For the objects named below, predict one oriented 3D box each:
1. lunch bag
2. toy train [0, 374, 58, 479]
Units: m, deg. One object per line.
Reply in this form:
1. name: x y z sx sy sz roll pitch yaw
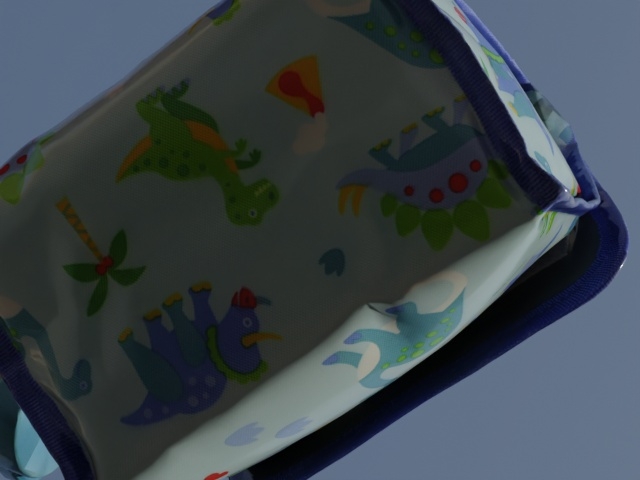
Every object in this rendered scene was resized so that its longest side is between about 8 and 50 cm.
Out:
1. lunch bag: 0.000 0.000 0.389 0.129 0.151 0.096 -34 -99 12
2. toy train: -0.137 0.020 0.750 0.143 0.248 0.105 17 -59 19
